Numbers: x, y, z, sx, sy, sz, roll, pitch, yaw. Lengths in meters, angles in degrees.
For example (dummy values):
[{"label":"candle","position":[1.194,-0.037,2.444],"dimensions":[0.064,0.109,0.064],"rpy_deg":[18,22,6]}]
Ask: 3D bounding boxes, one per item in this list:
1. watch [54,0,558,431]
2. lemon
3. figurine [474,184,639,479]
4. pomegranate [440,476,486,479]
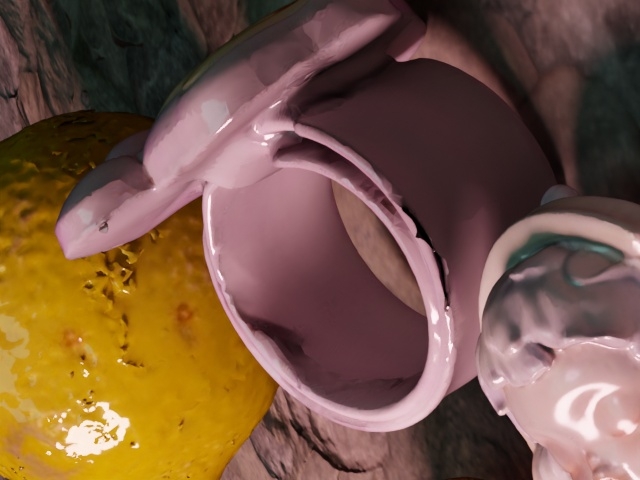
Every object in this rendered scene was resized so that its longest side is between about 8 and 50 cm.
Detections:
[{"label":"watch","position":[0.000,0.000,0.738],"dimensions":[0.217,0.211,0.248],"rpy_deg":[57,142,4]},{"label":"lemon","position":[-0.151,0.054,0.954],"dimensions":[0.258,0.258,0.310],"rpy_deg":[-37,70,60]},{"label":"figurine","position":[0.139,0.084,0.582],"dimensions":[0.236,0.141,0.162],"rpy_deg":[64,149,11]},{"label":"pomegranate","position":[0.078,0.228,0.764],"dimensions":[0.196,0.196,0.196],"rpy_deg":[38,139,44]}]
